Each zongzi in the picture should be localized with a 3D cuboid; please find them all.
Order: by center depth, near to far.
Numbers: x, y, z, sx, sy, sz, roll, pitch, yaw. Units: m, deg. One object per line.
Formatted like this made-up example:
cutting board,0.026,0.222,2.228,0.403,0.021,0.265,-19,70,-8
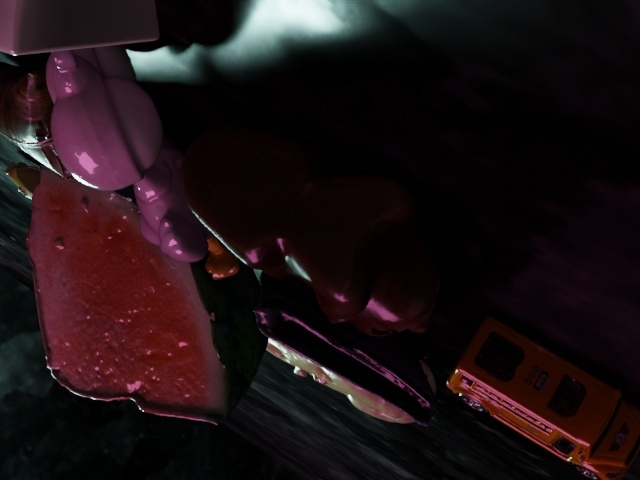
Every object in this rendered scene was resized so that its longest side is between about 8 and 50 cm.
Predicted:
zongzi,-0.333,-0.166,1.273,0.187,0.084,0.184,31,163,21

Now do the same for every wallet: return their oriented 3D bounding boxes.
wallet,0.020,0.089,1.230,0.190,0.046,0.379,29,-177,-4

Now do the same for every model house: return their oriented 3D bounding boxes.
model house,-0.174,-0.200,0.763,0.100,0.149,0.127,23,-154,37

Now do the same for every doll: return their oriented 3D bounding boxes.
doll,-0.171,-0.077,1.137,0.365,0.094,0.160,63,-172,-60

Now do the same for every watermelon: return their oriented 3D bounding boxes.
watermelon,-0.205,0.015,1.370,0.292,0.319,0.222,0,131,23

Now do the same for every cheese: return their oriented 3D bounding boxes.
cheese,0.025,0.145,1.519,0.263,0.093,0.159,24,167,41

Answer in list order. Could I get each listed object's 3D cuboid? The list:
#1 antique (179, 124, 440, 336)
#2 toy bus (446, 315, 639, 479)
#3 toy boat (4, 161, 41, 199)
antique,0.000,0.000,1.060,0.256,0.121,0.143,24,164,33
toy bus,0.226,0.155,1.174,0.194,0.083,0.088,30,164,10
toy boat,-0.402,-0.071,1.782,0.149,0.047,0.049,31,166,2
